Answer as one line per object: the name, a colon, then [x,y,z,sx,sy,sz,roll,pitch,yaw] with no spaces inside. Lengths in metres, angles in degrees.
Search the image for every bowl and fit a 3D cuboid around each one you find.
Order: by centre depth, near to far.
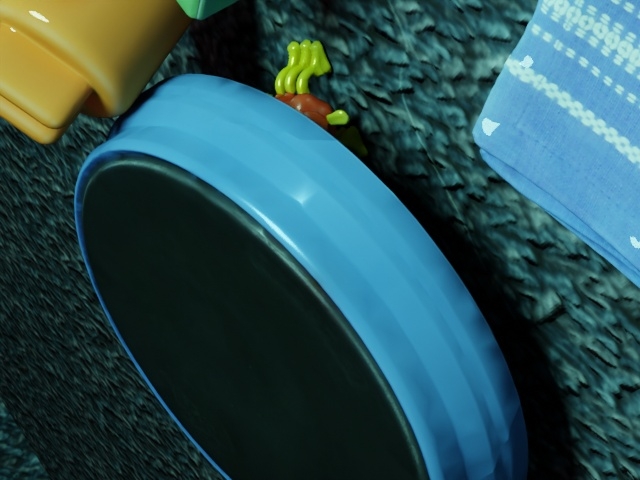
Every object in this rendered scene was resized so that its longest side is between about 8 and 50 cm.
bowl: [-0.028,0.070,1.239,0.391,0.077,0.391,37,150,27]

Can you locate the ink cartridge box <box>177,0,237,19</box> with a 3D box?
ink cartridge box: [-0.066,-0.289,0.996,0.201,0.117,0.278,53,158,14]

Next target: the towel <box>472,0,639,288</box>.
towel: [0.194,-0.092,0.650,0.243,0.040,0.336,44,135,25]

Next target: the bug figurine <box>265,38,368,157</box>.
bug figurine: [0.000,0.000,1.280,0.216,0.072,0.279,5,123,64]

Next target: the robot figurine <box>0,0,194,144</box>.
robot figurine: [-0.145,-0.171,1.203,0.128,0.219,0.158,22,158,30]
